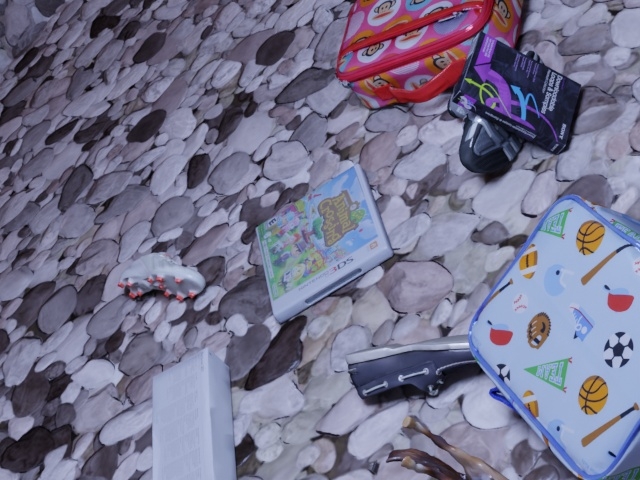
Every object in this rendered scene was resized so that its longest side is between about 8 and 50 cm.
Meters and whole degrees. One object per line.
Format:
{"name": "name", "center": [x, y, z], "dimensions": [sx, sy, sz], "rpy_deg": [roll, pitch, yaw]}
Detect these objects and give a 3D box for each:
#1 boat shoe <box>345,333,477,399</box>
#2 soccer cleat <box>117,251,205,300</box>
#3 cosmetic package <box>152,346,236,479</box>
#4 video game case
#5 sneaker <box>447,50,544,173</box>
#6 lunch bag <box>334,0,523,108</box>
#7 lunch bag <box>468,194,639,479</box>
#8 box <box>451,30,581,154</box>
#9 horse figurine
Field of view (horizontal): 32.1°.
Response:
{"name": "boat shoe", "center": [0.128, 0.153, 1.341], "dimensions": [0.206, 0.075, 0.065], "rpy_deg": [-10, 89, 28]}
{"name": "soccer cleat", "center": [-0.248, 0.050, 1.770], "dimensions": [0.196, 0.068, 0.076], "rpy_deg": [-2, 48, 45]}
{"name": "cosmetic package", "center": [-0.168, 0.262, 1.477], "dimensions": [0.099, 0.060, 0.239], "rpy_deg": [-31, 37, 18]}
{"name": "video game case", "center": [0.000, 0.000, 1.628], "dimensions": [0.193, 0.023, 0.212], "rpy_deg": [-32, 37, 13]}
{"name": "sneaker", "center": [0.223, -0.170, 1.564], "dimensions": [0.132, 0.086, 0.228], "rpy_deg": [-5, 39, 46]}
{"name": "lunch bag", "center": [0.167, -0.317, 1.732], "dimensions": [0.293, 0.120, 0.258], "rpy_deg": [-14, 46, 37]}
{"name": "lunch bag", "center": [0.287, 0.106, 1.150], "dimensions": [0.243, 0.115, 0.303], "rpy_deg": [-60, 31, 15]}
{"name": "box", "center": [0.265, -0.198, 1.489], "dimensions": [0.029, 0.162, 0.116], "rpy_deg": [-50, 16, 57]}
{"name": "horse figurine", "center": [0.165, 0.263, 1.114], "dimensions": [0.066, 0.174, 0.263], "rpy_deg": [-54, 24, -3]}
